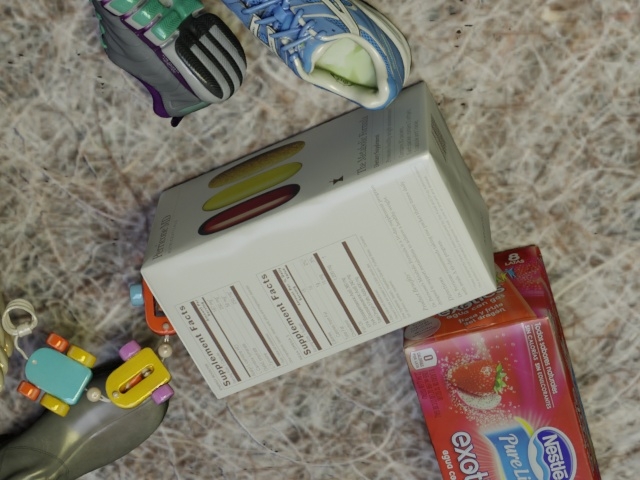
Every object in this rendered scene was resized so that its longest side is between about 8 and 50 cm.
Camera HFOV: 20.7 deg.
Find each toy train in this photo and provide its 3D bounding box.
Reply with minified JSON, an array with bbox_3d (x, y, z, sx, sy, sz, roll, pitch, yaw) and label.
[{"bbox_3d":[-0.178,0.084,1.476,0.166,0.046,0.125,-11,80,-2],"label":"toy train"}]

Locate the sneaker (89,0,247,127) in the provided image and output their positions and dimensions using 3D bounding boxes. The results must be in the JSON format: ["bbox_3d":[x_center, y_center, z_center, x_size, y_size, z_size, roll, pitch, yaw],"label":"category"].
[{"bbox_3d":[-0.158,-0.184,1.342,0.098,0.083,0.224,-28,102,46],"label":"sneaker"}]

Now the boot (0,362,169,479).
[{"bbox_3d":[-0.240,0.212,1.497,0.246,0.161,0.083,-29,112,16],"label":"boot"}]

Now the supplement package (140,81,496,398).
[{"bbox_3d":[0.000,0.000,1.389,0.244,0.139,0.134,-22,115,13],"label":"supplement package"}]

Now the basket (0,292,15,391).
[{"bbox_3d":[-0.416,0.038,1.331,0.266,0.328,0.331,-11,116,4],"label":"basket"}]

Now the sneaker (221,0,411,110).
[{"bbox_3d":[-0.015,-0.176,1.332,0.211,0.081,0.080,33,114,-14],"label":"sneaker"}]

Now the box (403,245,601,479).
[{"bbox_3d":[0.158,0.150,1.464,0.122,0.128,0.257,-14,115,10],"label":"box"}]
